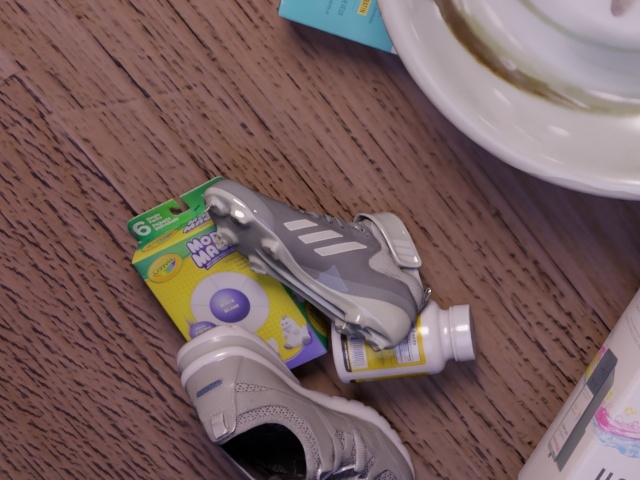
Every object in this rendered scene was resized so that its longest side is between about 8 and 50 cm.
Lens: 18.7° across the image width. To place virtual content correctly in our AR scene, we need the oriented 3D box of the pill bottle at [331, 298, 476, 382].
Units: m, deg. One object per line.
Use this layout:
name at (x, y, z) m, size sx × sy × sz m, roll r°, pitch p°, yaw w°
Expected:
pill bottle at (0.071, 0.084, 1.637) m, size 0.116 × 0.065 × 0.065 m, roll -6°, pitch 118°, yaw 9°

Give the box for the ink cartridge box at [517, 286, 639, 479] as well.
ink cartridge box at (0.305, 0.183, 1.607) m, size 0.207 × 0.119 × 0.353 m, roll 27°, pitch 107°, yaw -10°

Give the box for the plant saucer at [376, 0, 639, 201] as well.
plant saucer at (0.236, -0.221, 1.353) m, size 0.401 × 0.100 × 0.400 m, roll 5°, pitch 123°, yaw 7°

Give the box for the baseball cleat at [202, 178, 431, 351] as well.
baseball cleat at (0.000, 0.000, 1.584) m, size 0.206 × 0.109 × 0.072 m, roll 41°, pitch 153°, yaw -16°

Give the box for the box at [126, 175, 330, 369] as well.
box at (-0.080, 0.038, 1.639) m, size 0.105 × 0.043 × 0.179 m, roll -26°, pitch 112°, yaw 17°

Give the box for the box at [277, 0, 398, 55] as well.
box at (0.098, -0.187, 1.486) m, size 0.244 × 0.060 × 0.100 m, roll 17°, pitch 119°, yaw -4°

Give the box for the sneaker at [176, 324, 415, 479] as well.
sneaker at (-0.021, 0.186, 1.649) m, size 0.105 × 0.115 × 0.281 m, roll -34°, pitch 132°, yaw 25°
